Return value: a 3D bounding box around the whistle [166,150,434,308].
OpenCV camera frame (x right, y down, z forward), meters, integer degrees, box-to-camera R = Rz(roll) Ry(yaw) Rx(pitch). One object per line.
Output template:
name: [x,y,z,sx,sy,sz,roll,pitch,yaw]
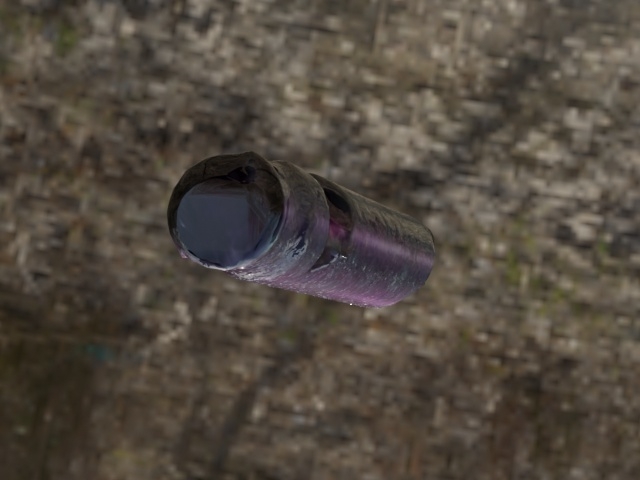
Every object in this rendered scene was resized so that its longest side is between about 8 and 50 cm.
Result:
whistle: [0.000,0.000,0.515,0.033,0.033,0.176,5,177,16]
